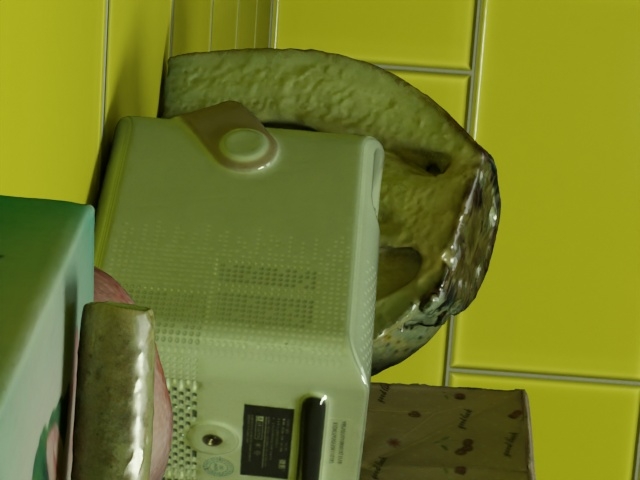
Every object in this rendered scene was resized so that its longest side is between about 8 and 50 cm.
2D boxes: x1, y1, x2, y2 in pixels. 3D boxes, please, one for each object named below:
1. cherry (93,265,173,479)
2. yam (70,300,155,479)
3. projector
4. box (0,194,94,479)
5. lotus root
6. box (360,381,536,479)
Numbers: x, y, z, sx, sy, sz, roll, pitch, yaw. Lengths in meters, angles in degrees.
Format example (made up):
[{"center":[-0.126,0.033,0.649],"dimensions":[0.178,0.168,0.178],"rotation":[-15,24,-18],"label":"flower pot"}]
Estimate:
[{"center":[-0.106,0.073,0.700],"dimensions":[0.106,0.087,0.126],"rotation":[-96,-168,-72],"label":"cherry"},{"center":[-0.053,0.072,0.400],"dimensions":[0.021,0.021,0.116],"rotation":[-73,166,-85],"label":"yam"},{"center":[-0.053,0.033,1.014],"dimensions":[0.242,0.177,0.163],"rotation":[-86,-179,-47],"label":"projector"},{"center":[-0.113,0.124,0.408],"dimensions":[0.153,0.092,0.244],"rotation":[-84,177,-65],"label":"box"},{"center":[0.012,-0.012,1.250],"dimensions":[0.149,0.260,0.267],"rotation":[43,47,-62],"label":"lotus root"},{"center":[-0.008,0.219,1.096],"dimensions":[0.225,0.297,0.190],"rotation":[-83,174,-65],"label":"box"}]
